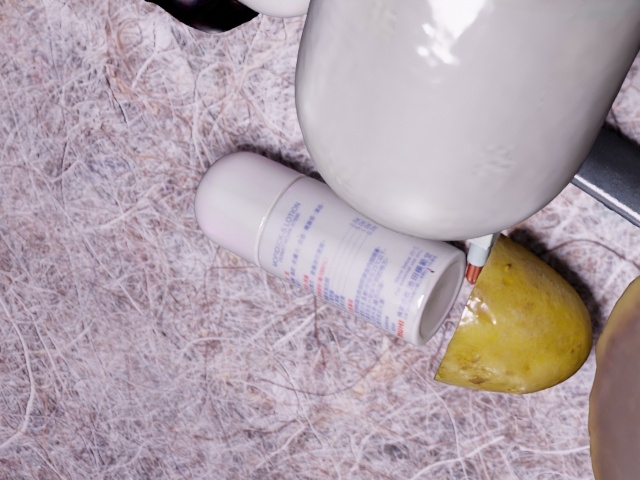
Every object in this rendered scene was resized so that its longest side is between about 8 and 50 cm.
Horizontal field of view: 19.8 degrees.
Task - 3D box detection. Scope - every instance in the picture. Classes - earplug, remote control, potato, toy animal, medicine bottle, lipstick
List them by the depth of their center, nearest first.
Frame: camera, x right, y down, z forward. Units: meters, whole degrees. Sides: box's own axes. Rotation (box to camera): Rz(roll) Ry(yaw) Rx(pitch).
[{"bbox_3d":[0.139,-0.186,1.716,0.313,0.312,0.394,31,135,16],"label":"earplug"},{"bbox_3d":[0.225,-0.135,1.993,0.377,0.107,0.044,35,135,12],"label":"remote control"},{"bbox_3d":[-0.074,-0.330,2.046,0.235,0.165,0.187,-10,115,37],"label":"toy animal"},{"bbox_3d":[0.235,0.101,2.107,0.158,0.178,0.203,21,122,7],"label":"potato"},{"bbox_3d":[0.190,0.002,2.158,0.030,0.030,0.129,27,130,19],"label":"lipstick"},{"bbox_3d":[0.000,0.000,2.225,0.341,0.130,0.130,25,130,19],"label":"medicine bottle"}]

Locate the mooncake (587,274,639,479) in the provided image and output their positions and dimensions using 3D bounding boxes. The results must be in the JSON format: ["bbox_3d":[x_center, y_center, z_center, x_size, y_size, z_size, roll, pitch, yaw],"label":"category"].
[{"bbox_3d":[0.486,0.171,1.866,0.394,0.246,0.393,-5,91,41],"label":"mooncake"}]
